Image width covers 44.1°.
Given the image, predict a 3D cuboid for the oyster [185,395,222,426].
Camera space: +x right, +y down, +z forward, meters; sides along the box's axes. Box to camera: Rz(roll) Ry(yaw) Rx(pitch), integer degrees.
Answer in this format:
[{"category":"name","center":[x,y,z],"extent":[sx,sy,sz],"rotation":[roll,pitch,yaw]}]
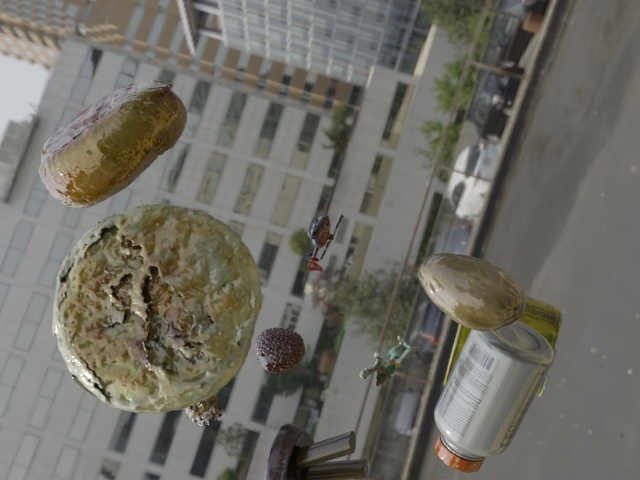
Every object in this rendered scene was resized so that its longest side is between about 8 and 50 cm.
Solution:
[{"category":"oyster","center":[-0.322,0.392,2.011],"extent":[0.056,0.105,0.177],"rotation":[-30,-78,-64]}]

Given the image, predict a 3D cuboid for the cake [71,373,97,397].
[{"category":"cake","center":[-0.389,0.267,1.801],"extent":[0.172,0.284,0.158],"rotation":[68,-165,-47]}]

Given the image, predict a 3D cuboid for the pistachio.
[{"category":"pistachio","center":[0.250,0.083,1.308],"extent":[0.108,0.185,0.126],"rotation":[103,-170,-66]}]

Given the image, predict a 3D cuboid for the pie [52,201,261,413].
[{"category":"pie","center":[-0.251,0.100,1.185],"extent":[0.077,0.339,0.339],"rotation":[41,-115,-77]}]

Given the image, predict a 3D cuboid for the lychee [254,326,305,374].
[{"category":"lychee","center":[-0.099,0.274,1.964],"extent":[0.123,0.129,0.123],"rotation":[0,-90,-76]}]

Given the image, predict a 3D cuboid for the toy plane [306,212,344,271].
[{"category":"toy plane","center":[0.000,0.000,1.743],"extent":[0.037,0.060,0.145],"rotation":[-126,53,-69]}]

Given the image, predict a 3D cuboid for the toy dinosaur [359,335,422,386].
[{"category":"toy dinosaur","center":[0.137,0.236,1.513],"extent":[0.106,0.044,0.187],"rotation":[-55,-22,2]}]

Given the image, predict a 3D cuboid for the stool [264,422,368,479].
[{"category":"stool","center":[-0.007,0.549,1.761],"extent":[0.272,0.178,0.272],"rotation":[-1,-90,-74]}]

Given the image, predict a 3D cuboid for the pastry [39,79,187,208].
[{"category":"pastry","center":[-0.438,-0.210,1.690],"extent":[0.164,0.356,0.356],"rotation":[57,-153,-24]}]

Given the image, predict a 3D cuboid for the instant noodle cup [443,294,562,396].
[{"category":"instant noodle cup","center":[0.491,0.268,2.123],"extent":[0.325,0.254,0.325],"rotation":[14,-90,-79]}]

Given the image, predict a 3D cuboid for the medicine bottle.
[{"category":"medicine bottle","center":[0.312,0.296,1.492],"extent":[0.157,0.157,0.288],"rotation":[-70,0,-68]}]
